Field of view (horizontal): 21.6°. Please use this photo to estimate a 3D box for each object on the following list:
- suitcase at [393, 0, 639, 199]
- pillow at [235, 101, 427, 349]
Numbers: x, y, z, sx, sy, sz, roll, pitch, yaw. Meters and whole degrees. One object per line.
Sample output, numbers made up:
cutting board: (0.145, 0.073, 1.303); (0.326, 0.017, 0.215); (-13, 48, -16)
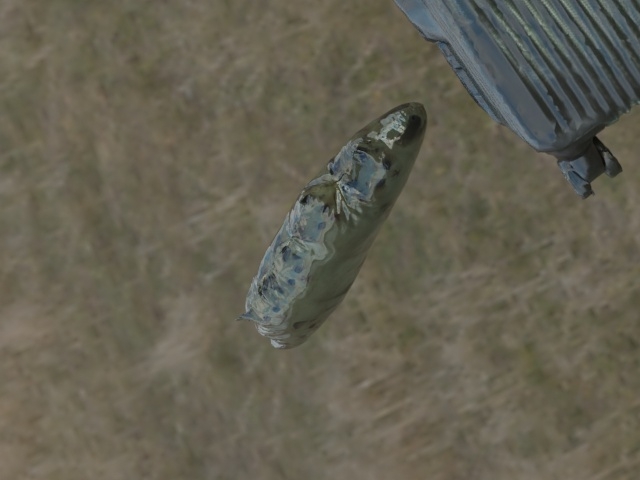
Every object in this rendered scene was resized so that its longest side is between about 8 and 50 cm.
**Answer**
suitcase: (0.107, -0.191, 0.833); (0.312, 0.202, 0.128); (50, -175, -30)
pillow: (-0.001, 0.001, 1.154); (0.051, 0.093, 0.241); (52, 135, 25)
